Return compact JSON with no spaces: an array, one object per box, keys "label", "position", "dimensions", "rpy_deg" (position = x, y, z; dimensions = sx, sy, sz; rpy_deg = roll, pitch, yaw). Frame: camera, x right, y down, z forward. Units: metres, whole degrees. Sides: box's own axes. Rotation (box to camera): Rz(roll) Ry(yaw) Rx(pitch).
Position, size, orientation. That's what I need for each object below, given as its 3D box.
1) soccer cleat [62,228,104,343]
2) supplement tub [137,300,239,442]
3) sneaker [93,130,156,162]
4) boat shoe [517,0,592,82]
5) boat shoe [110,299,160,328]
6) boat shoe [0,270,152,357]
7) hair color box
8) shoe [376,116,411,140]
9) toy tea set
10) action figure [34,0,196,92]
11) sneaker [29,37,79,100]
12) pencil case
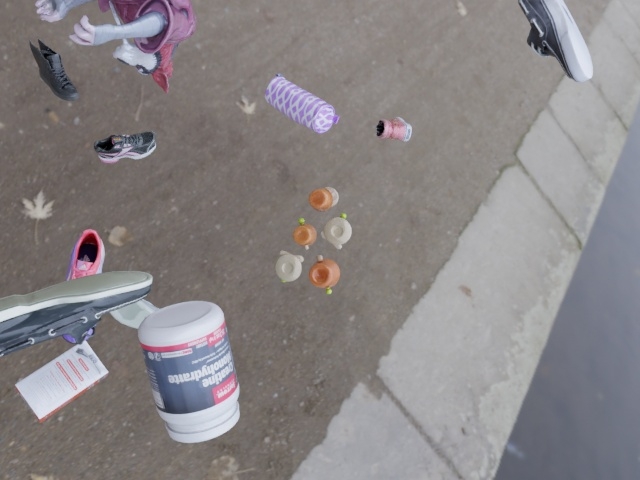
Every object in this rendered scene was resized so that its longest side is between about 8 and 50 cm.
[{"label":"soccer cleat","position":[-0.644,0.120,1.798],"dimensions":[0.108,0.116,0.318],"rpy_deg":[7,57,-13]},{"label":"supplement tub","position":[-0.289,0.290,1.499],"dimensions":[0.191,0.191,0.272],"rpy_deg":[-27,113,-46]},{"label":"sneaker","position":[-0.545,-0.265,1.855],"dimensions":[0.077,0.178,0.072],"rpy_deg":[64,8,-70]},{"label":"boat shoe","position":[0.523,-0.464,1.516],"dimensions":[0.108,0.102,0.301],"rpy_deg":[17,51,-44]},{"label":"boat shoe","position":[-0.505,0.203,1.856],"dimensions":[0.227,0.081,0.079],"rpy_deg":[36,83,-34]},{"label":"boat shoe","position":[-0.475,0.145,1.238],"dimensions":[0.340,0.127,0.113],"rpy_deg":[-16,108,-26]},{"label":"hair color box","position":[-0.557,0.303,1.444],"dimensions":[0.167,0.053,0.093],"rpy_deg":[-35,83,-30]},{"label":"shoe","position":[0.193,-0.319,1.887],"dimensions":[0.081,0.063,0.178],"rpy_deg":[8,15,-12]},{"label":"toy tea set","position":[0.000,0.000,2.116],"dimensions":[0.200,0.336,0.124],"rpy_deg":[24,6,10]},{"label":"action figure","position":[-0.233,-0.364,0.845],"dimensions":[0.276,0.370,0.248],"rpy_deg":[-34,54,-16]},{"label":"sneaker","position":[-0.676,-0.433,1.695],"dimensions":[0.170,0.089,0.051],"rpy_deg":[40,48,19]},{"label":"pencil case","position":[-0.055,-0.358,1.760],"dimensions":[0.206,0.086,0.088],"rpy_deg":[38,22,28]}]
